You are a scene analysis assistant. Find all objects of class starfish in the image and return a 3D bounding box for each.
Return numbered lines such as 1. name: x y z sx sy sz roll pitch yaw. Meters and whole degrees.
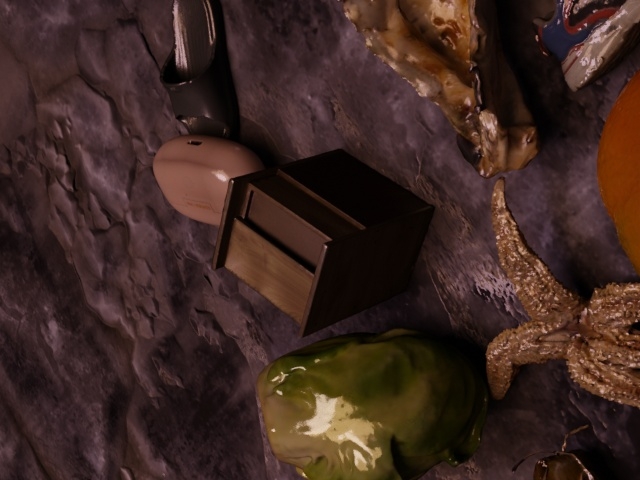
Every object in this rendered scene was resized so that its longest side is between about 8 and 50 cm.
1. starfish: 0.329 0.091 1.168 0.293 0.084 0.301 15 114 34

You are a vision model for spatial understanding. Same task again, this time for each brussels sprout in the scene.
1. brussels sprout: 0.067 0.224 1.323 0.294 0.259 0.227 -5 75 4

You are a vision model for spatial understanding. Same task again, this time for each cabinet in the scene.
1. cabinet: 0.000 0.000 1.339 0.175 0.215 0.148 34 124 29

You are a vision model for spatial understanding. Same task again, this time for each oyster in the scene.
1. oyster: 0.151 -0.232 1.143 0.198 0.133 0.337 -30 83 48

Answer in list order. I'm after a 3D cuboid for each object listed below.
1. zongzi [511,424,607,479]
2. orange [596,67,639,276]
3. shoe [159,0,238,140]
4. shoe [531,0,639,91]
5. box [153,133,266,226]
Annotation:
1. zongzi: 0.306 0.392 1.274 0.248 0.111 0.241 56 138 20
2. orange: 0.418 -0.040 1.014 0.274 0.274 0.310 -16 119 43
3. shoe: -0.195 -0.250 1.520 0.108 0.093 0.241 4 105 39
4. shoe: 0.297 -0.269 1.068 0.125 0.099 0.227 46 133 18
5. box: -0.158 -0.087 1.520 0.200 0.088 0.146 12 141 38
